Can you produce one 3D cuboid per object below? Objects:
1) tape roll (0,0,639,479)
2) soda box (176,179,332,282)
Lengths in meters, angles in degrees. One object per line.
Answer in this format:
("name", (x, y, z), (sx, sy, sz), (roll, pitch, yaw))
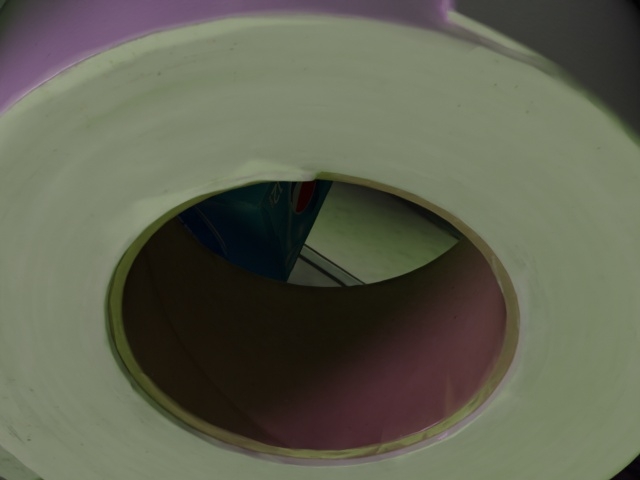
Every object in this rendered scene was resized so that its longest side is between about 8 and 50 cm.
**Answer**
("tape roll", (0.000, 0.000, 0.609), (0.286, 0.100, 0.286), (2, 133, 2))
("soda box", (-0.104, -0.045, 0.742), (0.210, 0.071, 0.067), (13, 149, 19))
